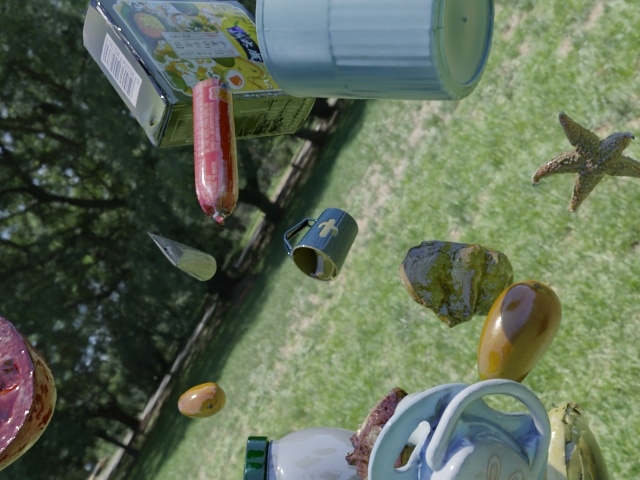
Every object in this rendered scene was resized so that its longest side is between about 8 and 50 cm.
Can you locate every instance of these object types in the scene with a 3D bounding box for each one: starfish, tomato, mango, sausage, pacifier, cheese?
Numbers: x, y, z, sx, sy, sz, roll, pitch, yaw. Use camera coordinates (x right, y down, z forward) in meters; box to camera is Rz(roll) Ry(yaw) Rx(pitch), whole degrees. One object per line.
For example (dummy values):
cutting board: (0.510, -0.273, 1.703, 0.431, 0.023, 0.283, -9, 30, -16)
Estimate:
starfish: (0.552, -0.145, 1.459, 0.231, 0.295, 0.048, -48, 24, 47)
tomato: (-0.456, 0.215, 0.982, 0.200, 0.233, 0.140, -40, -24, -9)
mango: (0.360, 0.175, 1.336, 0.221, 0.120, 0.151, -57, -34, -11)
sausage: (-0.175, -0.144, 1.203, 0.074, 0.074, 0.274, 126, 144, -53)
pacifier: (0.178, 0.274, 1.003, 0.239, 0.287, 0.225, -64, 29, 4)
cheese: (0.507, 0.477, 1.459, 0.259, 0.128, 0.316, -61, -37, -70)
mango: (-0.343, 0.456, 2.059, 0.164, 0.089, 0.115, -14, 13, 23)

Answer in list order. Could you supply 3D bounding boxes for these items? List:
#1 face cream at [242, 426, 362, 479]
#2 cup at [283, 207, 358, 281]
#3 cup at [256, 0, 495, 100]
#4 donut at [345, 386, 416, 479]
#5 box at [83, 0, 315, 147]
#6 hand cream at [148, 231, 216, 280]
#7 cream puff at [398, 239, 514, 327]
face cream: (0.001, 0.569, 1.711, 0.312, 0.356, 0.220, -91, 3, -72)
cup: (0.000, 0.000, 1.850, 0.155, 0.176, 0.131, -56, -22, -34)
cup: (0.114, -0.348, 1.194, 0.331, 0.311, 0.257, 16, -94, -57)
donut: (0.127, 0.338, 1.221, 0.186, 0.144, 0.126, -12, -57, -52)
box: (-0.275, -0.397, 1.663, 0.420, 0.373, 0.138, -14, -34, -42)
hand cream: (-0.251, 0.035, 1.356, 0.054, 0.087, 0.186, -46, -23, 3)
cream puff: (0.304, 0.083, 1.608, 0.244, 0.244, 0.196, -90, -16, -80)
